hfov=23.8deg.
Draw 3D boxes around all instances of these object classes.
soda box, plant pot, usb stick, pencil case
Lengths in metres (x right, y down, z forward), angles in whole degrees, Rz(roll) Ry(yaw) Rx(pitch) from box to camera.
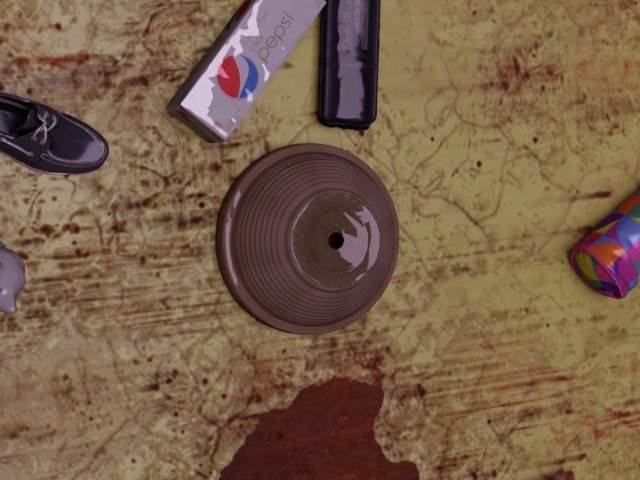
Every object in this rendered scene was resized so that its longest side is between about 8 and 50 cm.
[{"bbox_3d":[-0.089,-0.222,1.819,0.074,0.069,0.216,39,79,-17],"label":"soda box"},{"bbox_3d":[0.000,0.000,1.838,0.237,0.109,0.237,-1,93,-22],"label":"plant pot"},{"bbox_3d":[0.037,-0.276,1.880,0.077,0.045,0.278,2,91,-14],"label":"usb stick"},{"bbox_3d":[0.445,-0.017,2.017,0.236,0.104,0.104,-37,103,-15],"label":"pencil case"}]

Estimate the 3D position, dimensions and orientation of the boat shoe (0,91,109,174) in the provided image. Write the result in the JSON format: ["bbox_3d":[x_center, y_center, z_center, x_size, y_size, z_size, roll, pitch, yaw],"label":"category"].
[{"bbox_3d":[-0.334,-0.125,1.728,0.206,0.065,0.075,20,84,-20],"label":"boat shoe"}]

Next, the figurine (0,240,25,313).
[{"bbox_3d":[-0.388,-0.026,1.621,0.092,0.209,0.215,-28,110,-20],"label":"figurine"}]
